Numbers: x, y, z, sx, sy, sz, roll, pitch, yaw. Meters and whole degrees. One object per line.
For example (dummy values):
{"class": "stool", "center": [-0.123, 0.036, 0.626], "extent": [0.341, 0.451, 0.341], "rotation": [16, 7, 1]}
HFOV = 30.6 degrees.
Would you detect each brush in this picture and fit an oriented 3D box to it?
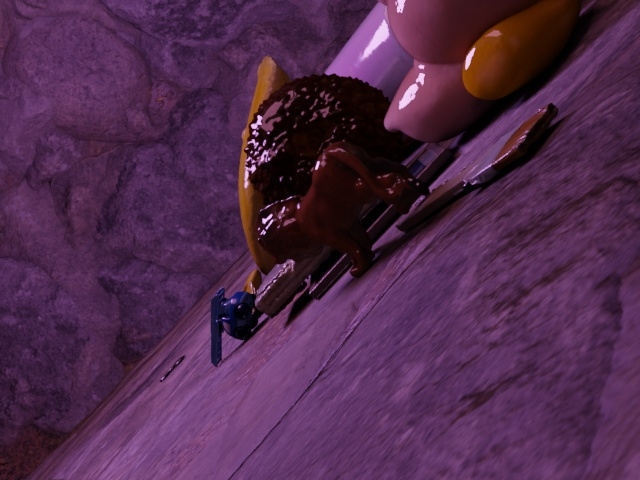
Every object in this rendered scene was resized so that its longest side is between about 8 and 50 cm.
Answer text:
{"class": "brush", "center": [-0.334, 0.288, 2.642], "extent": [0.083, 0.008, 0.024], "rotation": [-48, 9, -22]}
{"class": "brush", "center": [0.164, -0.068, 1.327], "extent": [0.085, 0.020, 0.336], "rotation": [-50, 6, -24]}

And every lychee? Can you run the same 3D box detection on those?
{"class": "lychee", "center": [0.013, -0.145, 1.924], "extent": [0.267, 0.267, 0.267], "rotation": [-46, 5, 5]}

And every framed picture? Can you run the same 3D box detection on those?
{"class": "framed picture", "center": [0.083, -0.034, 1.707], "extent": [0.281, 0.019, 0.209], "rotation": [-47, 6, 4]}

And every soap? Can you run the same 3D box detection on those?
{"class": "soap", "center": [-0.127, 0.103, 2.126], "extent": [0.168, 0.033, 0.089], "rotation": [-80, -3, -83]}
{"class": "soap", "center": [-0.084, -0.133, 2.268], "extent": [0.306, 0.115, 0.427], "rotation": [81, -168, -51]}

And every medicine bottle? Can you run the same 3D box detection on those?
{"class": "medicine bottle", "center": [0.123, -0.277, 2.113], "extent": [0.219, 0.219, 0.388], "rotation": [-51, 2, -40]}

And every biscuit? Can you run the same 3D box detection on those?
{"class": "biscuit", "center": [0.000, 0.000, 1.733], "extent": [0.252, 0.052, 0.150], "rotation": [-46, 5, 15]}

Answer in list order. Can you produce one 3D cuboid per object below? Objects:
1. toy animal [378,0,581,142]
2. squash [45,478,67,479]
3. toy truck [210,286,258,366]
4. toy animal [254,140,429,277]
{"class": "toy animal", "center": [0.201, -0.314, 1.633], "extent": [0.277, 0.247, 0.345], "rotation": [-47, 5, -27]}
{"class": "squash", "center": [-0.409, 0.413, 1.729], "extent": [0.370, 0.118, 0.118], "rotation": [-39, 9, 48]}
{"class": "toy truck", "center": [-0.145, 0.149, 1.963], "extent": [0.063, 0.074, 0.136], "rotation": [-55, -31, -67]}
{"class": "toy animal", "center": [0.016, -0.041, 1.465], "extent": [0.312, 0.157, 0.097], "rotation": [-57, 8, 53]}
